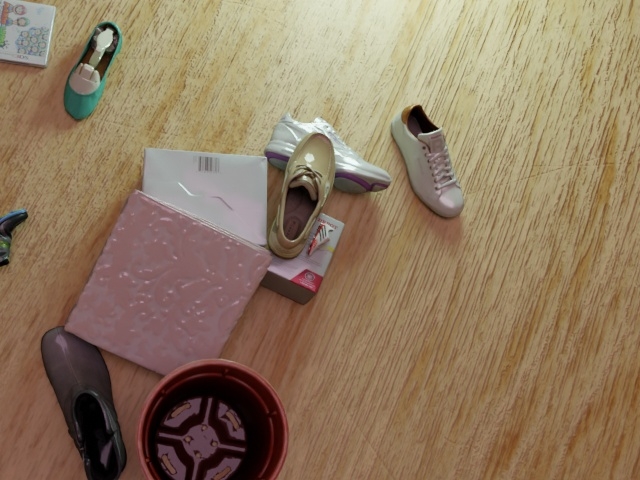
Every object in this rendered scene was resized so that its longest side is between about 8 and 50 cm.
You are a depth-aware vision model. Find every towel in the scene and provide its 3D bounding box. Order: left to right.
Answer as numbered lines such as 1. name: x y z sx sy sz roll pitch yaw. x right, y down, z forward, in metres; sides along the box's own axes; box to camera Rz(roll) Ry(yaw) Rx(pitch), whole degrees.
1. towel: -0.308 0.103 1.599 0.317 0.053 0.331 27 97 -16

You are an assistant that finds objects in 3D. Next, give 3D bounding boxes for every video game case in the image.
1. video game case: -0.688 -0.475 1.793 0.143 0.019 0.157 6 72 -12

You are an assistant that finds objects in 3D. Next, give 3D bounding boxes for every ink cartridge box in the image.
1. ink cartridge box: -0.046 0.028 1.736 0.128 0.127 0.176 26 69 -5

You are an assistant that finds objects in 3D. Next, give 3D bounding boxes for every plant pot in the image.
1. plant pot: -0.220 0.382 1.514 0.273 0.265 0.272 4 73 -13

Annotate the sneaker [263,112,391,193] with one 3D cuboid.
1. sneaker: 0.030 -0.207 1.833 0.305 0.114 0.152 19 71 -7

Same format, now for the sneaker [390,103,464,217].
1. sneaker: 0.264 -0.192 1.883 0.106 0.123 0.290 -26 82 -21

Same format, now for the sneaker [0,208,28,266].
1. sneaker: -0.672 0.012 1.634 0.078 0.067 0.188 41 65 -22

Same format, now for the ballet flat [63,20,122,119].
1. ballet flat: -0.516 -0.394 1.773 0.083 0.087 0.247 20 70 -7

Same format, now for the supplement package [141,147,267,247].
1. supplement package: -0.256 -0.074 1.708 0.262 0.145 0.203 3 73 -13

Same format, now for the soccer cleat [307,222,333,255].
1. soccer cleat: 0.000 0.000 1.673 0.036 0.029 0.083 28 63 -1

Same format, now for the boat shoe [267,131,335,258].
1. boat shoe: -0.031 -0.109 1.663 0.109 0.098 0.302 21 67 -5

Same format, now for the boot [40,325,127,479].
1. boot: -0.447 0.301 1.506 0.118 0.222 0.338 -25 81 -18
